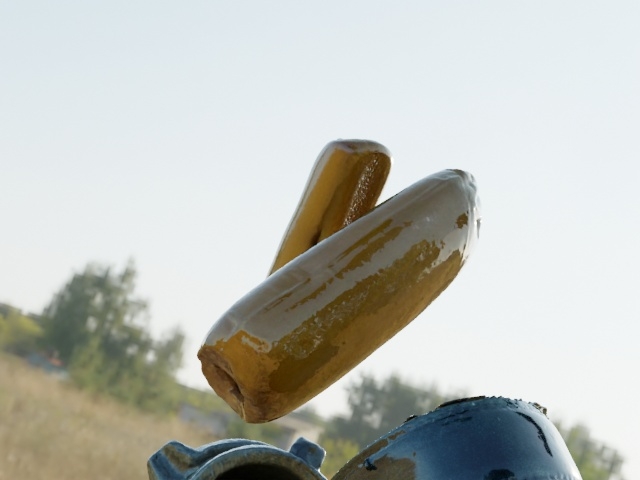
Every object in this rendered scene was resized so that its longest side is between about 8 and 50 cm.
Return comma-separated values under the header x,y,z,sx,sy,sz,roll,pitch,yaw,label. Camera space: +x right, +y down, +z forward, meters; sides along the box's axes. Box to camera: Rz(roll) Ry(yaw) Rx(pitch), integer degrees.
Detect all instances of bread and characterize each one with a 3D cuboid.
x,y,z,sx,sy,sz,roll,pitch,yaw,label
0.000,0.000,1.433,0.093,0.239,0.074,15,11,-45,bread

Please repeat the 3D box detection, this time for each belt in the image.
x,y,z,sx,sy,sz,roll,pitch,yaw,label
0.122,0.230,1.149,0.206,0.116,0.267,-32,-31,14,belt

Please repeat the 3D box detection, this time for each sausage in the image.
x,y,z,sx,sy,sz,roll,pitch,yaw,label
0.044,0.041,1.317,0.116,0.354,0.134,35,-30,37,sausage

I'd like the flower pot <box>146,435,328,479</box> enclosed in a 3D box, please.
x,y,z,sx,sy,sz,roll,pitch,yaw,label
-0.119,0.395,1.880,0.299,0.299,0.283,19,-18,-8,flower pot
